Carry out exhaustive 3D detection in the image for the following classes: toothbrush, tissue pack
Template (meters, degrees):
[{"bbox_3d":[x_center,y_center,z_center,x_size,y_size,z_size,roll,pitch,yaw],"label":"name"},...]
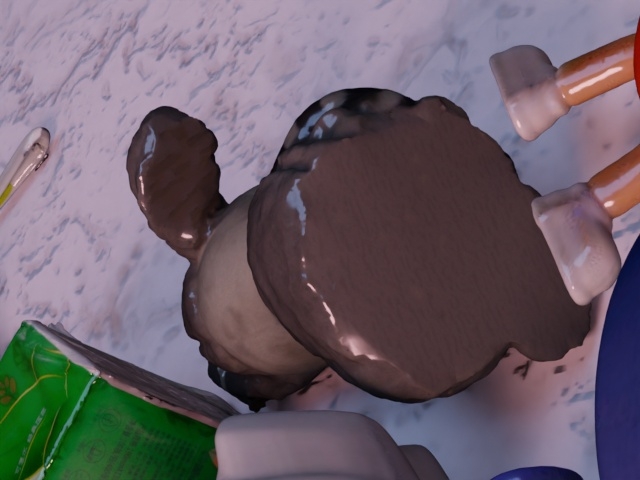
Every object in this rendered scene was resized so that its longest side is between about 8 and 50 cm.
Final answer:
[{"bbox_3d":[-0.275,0.023,1.305,0.263,0.022,0.026,-53,47,15],"label":"toothbrush"},{"bbox_3d":[-0.144,0.158,0.929,0.156,0.148,0.209,27,90,54],"label":"tissue pack"}]

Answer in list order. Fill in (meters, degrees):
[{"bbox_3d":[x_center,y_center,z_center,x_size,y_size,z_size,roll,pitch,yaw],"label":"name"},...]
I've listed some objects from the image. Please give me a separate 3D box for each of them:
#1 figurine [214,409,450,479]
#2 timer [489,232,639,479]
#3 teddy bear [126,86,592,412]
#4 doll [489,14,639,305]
[{"bbox_3d":[-0.035,0.177,0.770,0.236,0.176,0.133,-35,54,20],"label":"figurine"},{"bbox_3d":[0.145,0.109,0.539,0.383,0.270,0.270,-43,37,50],"label":"timer"},{"bbox_3d":[-0.001,-0.009,0.852,0.144,0.171,0.251,-47,23,-21],"label":"teddy bear"},{"bbox_3d":[0.172,-0.086,0.734,0.217,0.085,0.183,-40,37,28],"label":"doll"}]
